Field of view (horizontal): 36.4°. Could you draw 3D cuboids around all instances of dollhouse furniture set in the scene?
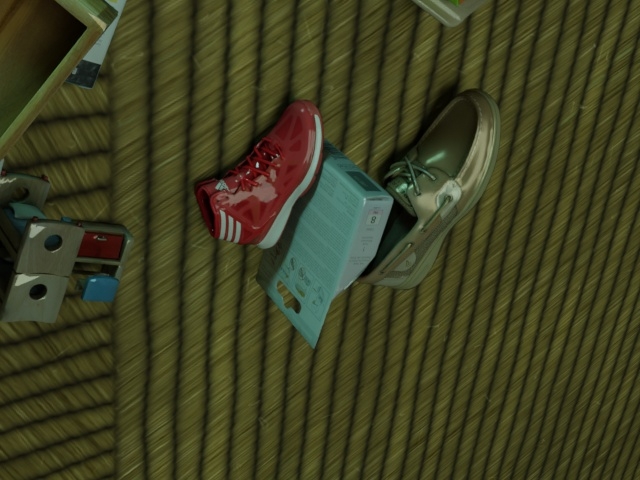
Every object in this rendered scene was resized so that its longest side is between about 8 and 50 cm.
[{"bbox_3d":[-0.292,0.011,1.152,0.184,0.129,0.128,6,115,-40],"label":"dollhouse furniture set"}]

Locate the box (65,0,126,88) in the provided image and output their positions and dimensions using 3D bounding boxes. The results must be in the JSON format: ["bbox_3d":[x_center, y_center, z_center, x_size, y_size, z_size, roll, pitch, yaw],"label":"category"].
[{"bbox_3d":[-0.251,-0.290,1.021,0.101,0.060,0.244,11,112,-42],"label":"box"}]

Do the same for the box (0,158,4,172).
[{"bbox_3d":[-0.402,-0.066,1.031,0.087,0.102,0.101,0,119,-41],"label":"box"}]

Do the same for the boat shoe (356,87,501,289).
[{"bbox_3d":[0.155,-0.071,1.455,0.110,0.122,0.341,6,117,-42],"label":"boat shoe"}]

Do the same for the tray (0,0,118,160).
[{"bbox_3d":[-0.396,-0.117,0.902,0.203,0.076,0.411,39,105,-17],"label":"tray"}]

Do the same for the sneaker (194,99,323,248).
[{"bbox_3d":[-0.084,-0.086,1.282,0.128,0.087,0.221,2,116,-41],"label":"sneaker"}]

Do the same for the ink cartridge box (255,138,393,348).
[{"bbox_3d":[0.000,0.000,1.336,0.066,0.189,0.232,-3,121,-32],"label":"ink cartridge box"}]

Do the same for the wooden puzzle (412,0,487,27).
[{"bbox_3d":[0.169,-0.379,1.176,0.221,0.044,0.239,30,136,-26],"label":"wooden puzzle"}]
